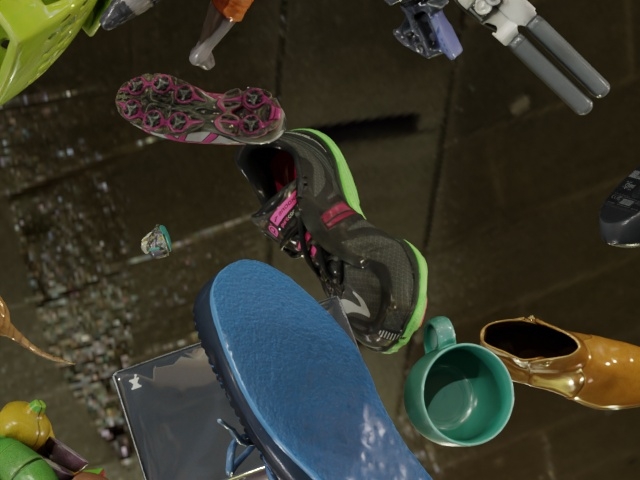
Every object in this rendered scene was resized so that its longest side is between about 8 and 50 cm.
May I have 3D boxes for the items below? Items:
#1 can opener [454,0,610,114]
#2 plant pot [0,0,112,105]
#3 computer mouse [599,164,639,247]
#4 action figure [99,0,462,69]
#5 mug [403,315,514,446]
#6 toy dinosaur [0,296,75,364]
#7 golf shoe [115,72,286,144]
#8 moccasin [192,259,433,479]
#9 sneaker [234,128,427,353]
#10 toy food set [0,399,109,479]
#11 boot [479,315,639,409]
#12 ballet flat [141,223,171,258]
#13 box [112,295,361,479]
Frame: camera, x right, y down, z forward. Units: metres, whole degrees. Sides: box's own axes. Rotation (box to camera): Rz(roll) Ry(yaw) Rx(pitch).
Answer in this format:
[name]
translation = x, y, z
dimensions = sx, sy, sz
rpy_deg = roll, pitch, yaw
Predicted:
[can opener]
translation = 0.324, -0.308, 1.974
dimensions = 0.074, 0.280, 0.093
rpy_deg = -47, 177, 6
[plant pot]
translation = -0.364, -0.327, 1.550
dimensions = 0.207, 0.227, 0.228
rpy_deg = -37, -178, -28
[computer mouse]
translation = 0.332, -0.074, 1.095
dimensions = 0.242, 0.071, 0.041
rpy_deg = -40, 110, -5
[action figure]
translation = -0.021, -0.265, 1.122
dimensions = 0.330, 0.178, 0.341
rpy_deg = -31, 100, 27
[mug]
translation = 0.177, 0.190, 1.680
dimensions = 0.130, 0.157, 0.097
rpy_deg = 18, 166, -12
[toy dinosaur]
translation = -0.378, 0.091, 1.493
dimensions = 0.064, 0.112, 0.211
rpy_deg = -42, 153, -7
[golf shoe]
translation = -0.130, -0.132, 1.399
dimensions = 0.186, 0.067, 0.086
rpy_deg = 10, 168, 8
[moccasin]
translation = -0.007, 0.181, 1.047
dimensions = 0.138, 0.342, 0.117
rpy_deg = -26, 172, -39
[sneaker]
translation = 0.000, 0.000, 2.039
dimensions = 0.202, 0.483, 0.185
rpy_deg = 6, 125, -40
[toy food set]
translation = -0.206, 0.207, 1.085
dimensions = 0.071, 0.218, 0.128
rpy_deg = -49, 158, 14
[boot]
translation = 0.377, 0.176, 1.864
dimensions = 0.295, 0.104, 0.211
rpy_deg = 6, 166, 9
[ballet flat]
translation = -0.222, 0.002, 1.731
dimensions = 0.041, 0.114, 0.041
rpy_deg = -1, 97, -7
[box]
translation = -0.084, 0.230, 1.666
dimensions = 0.296, 0.182, 0.294
rpy_deg = -19, 163, -4
